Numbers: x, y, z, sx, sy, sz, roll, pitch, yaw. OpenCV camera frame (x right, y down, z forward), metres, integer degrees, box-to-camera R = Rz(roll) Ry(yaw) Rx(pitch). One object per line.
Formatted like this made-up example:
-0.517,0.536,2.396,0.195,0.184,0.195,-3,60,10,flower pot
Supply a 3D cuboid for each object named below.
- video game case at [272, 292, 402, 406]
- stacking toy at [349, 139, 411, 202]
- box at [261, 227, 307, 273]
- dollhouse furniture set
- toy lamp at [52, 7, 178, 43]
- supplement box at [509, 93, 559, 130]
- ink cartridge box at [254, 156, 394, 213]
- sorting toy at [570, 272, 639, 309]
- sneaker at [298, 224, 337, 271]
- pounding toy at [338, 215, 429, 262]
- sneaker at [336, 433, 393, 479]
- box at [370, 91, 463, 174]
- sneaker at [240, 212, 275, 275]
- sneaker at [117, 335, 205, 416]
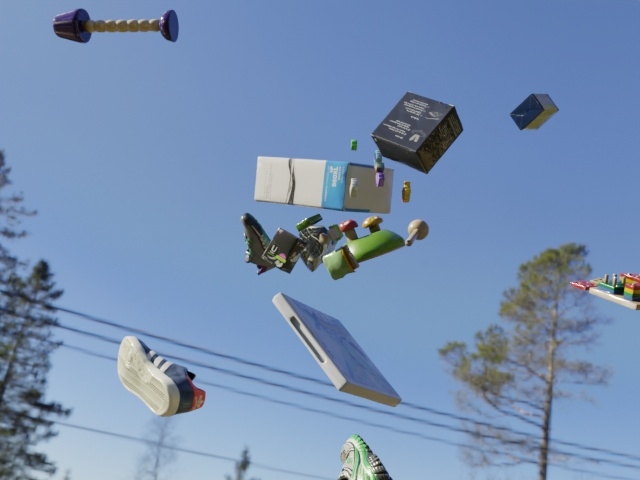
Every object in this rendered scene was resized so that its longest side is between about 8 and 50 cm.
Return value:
0.047,0.278,1.823,0.036,0.300,0.329,-45,-33,7,video game case
0.167,-0.202,2.073,0.167,0.221,0.052,4,-39,-4,stacking toy
-0.082,0.023,1.668,0.062,0.083,0.052,31,0,26,box
0.013,0.017,1.554,0.076,0.151,0.058,-30,-1,33,dollhouse furniture set
-0.457,-0.477,1.621,0.275,0.080,0.080,3,-23,6,toy lamp
0.549,-0.330,1.869,0.083,0.056,0.083,-10,-26,-43,supplement box
0.010,-0.192,2.509,0.395,0.166,0.285,8,5,36,ink cartridge box
0.653,0.099,1.517,0.132,0.046,0.274,-2,12,-22,sorting toy
0.000,0.000,2.441,0.110,0.122,0.283,51,-19,11,sneaker
0.134,-0.017,1.813,0.237,0.110,0.183,-20,0,27,pounding toy
0.098,0.652,2.051,0.146,0.134,0.343,-32,2,-8,sneaker
0.240,-0.269,1.806,0.156,0.158,0.093,29,-17,41,box
-0.185,0.020,2.058,0.098,0.083,0.223,-32,-48,1,sneaker
-0.439,0.375,2.013,0.148,0.131,0.350,7,19,-41,sneaker
